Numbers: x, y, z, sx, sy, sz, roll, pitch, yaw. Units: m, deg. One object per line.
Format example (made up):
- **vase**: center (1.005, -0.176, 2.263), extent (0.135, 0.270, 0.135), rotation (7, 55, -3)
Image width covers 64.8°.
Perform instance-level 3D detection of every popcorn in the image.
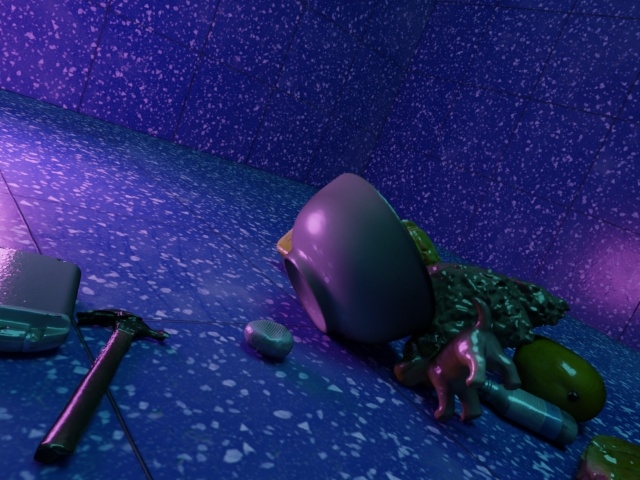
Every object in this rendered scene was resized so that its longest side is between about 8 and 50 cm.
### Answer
- **popcorn**: center (0.232, 0.045, 1.530), extent (0.285, 0.226, 0.173), rotation (26, 8, 9)

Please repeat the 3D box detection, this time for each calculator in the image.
- **calculator**: center (-0.390, 0.067, 0.652), extent (0.141, 0.045, 0.246), rotation (16, 13, -26)

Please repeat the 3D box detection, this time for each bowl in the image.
- **bowl**: center (0.047, 0.064, 1.001), extent (0.185, 0.354, 0.354), rotation (-28, 31, -14)

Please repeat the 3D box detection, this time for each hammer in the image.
- **hammer**: center (-0.253, 0.152, 0.582), extent (0.125, 0.027, 0.297), rotation (21, 12, -13)

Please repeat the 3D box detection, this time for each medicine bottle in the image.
- **medicine bottle**: center (0.384, 0.320, 0.977), extent (0.208, 0.054, 0.090), rotation (24, 13, 13)

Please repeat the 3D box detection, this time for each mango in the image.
- **mango**: center (0.534, 0.303, 1.138), extent (0.195, 0.143, 0.331), rotation (33, 13, 18)

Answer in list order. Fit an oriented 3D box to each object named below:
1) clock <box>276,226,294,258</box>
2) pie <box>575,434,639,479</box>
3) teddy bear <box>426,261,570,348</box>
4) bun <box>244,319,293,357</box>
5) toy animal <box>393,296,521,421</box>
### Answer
- **clock**: center (0.000, 0.000, 1.324), extent (0.143, 0.202, 0.096), rotation (36, -18, 43)
- **pie**: center (0.567, 0.428, 0.782), extent (0.339, 0.083, 0.339), rotation (20, 9, -4)
- **teddy bear**: center (0.395, 0.169, 1.182), extent (0.367, 0.225, 0.357), rotation (11, 12, -11)
- **bun**: center (-0.085, 0.161, 0.818), extent (0.083, 0.045, 0.083), rotation (19, 11, -4)
- **toy animal**: center (0.226, 0.219, 0.870), extent (0.121, 0.233, 0.169), rotation (6, 58, -26)
